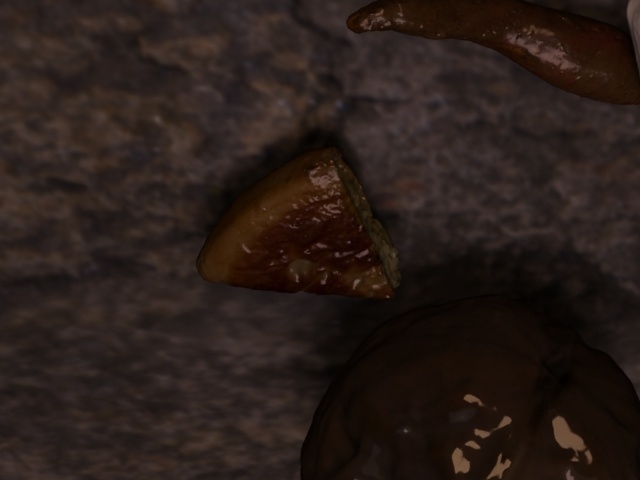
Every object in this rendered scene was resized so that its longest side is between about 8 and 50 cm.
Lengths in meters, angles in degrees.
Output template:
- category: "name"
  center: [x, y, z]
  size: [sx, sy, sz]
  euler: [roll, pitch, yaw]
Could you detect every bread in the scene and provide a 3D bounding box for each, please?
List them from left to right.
- category: "bread"
  center: [-0.025, -0.002, 1.179]
  size: [0.136, 0.054, 0.154]
  euler: [-17, 137, 14]

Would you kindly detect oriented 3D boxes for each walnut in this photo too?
- category: "walnut"
  center: [0.118, 0.171, 1.283]
  size: [0.273, 0.227, 0.273]
  euler: [-2, 140, -2]

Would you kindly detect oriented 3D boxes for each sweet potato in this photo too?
- category: "sweet potato"
  center: [0.115, -0.125, 1.024]
  size: [0.214, 0.050, 0.050]
  euler: [13, 141, -25]

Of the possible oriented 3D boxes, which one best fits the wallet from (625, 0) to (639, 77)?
- category: "wallet"
  center: [0.239, -0.110, 1.045]
  size: [0.095, 0.033, 0.190]
  euler: [-37, 143, -9]
